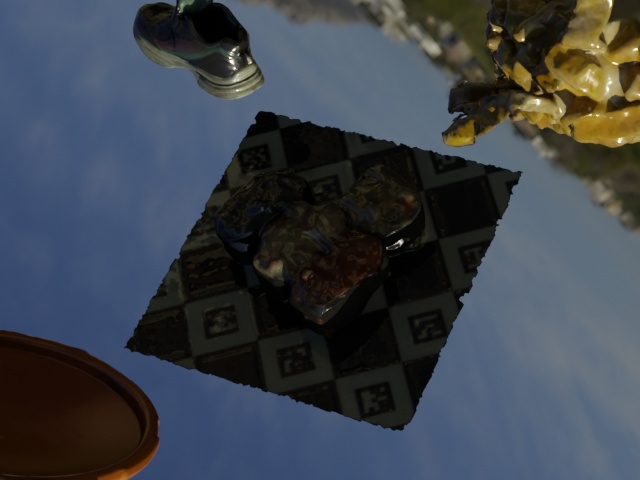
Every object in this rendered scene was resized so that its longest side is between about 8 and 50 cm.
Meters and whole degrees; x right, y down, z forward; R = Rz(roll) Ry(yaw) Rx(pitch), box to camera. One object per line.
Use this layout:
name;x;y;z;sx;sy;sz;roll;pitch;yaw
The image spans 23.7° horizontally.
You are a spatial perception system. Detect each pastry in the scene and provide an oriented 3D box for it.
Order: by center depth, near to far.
pastry;0.153;-0.111;0.905;0.250;0.154;0.102;-43;-49;-76

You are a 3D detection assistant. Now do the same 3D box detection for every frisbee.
frisbee;-0.194;0.110;0.932;0.192;0.035;0.192;14;-161;-5

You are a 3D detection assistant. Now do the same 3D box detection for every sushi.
sushi;0.000;0.000;1.081;0.220;0.231;0.047;15;149;22

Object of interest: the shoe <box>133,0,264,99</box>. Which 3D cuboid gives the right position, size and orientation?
shoe;-0.125;-0.217;1.538;0.169;0.071;0.099;35;145;30
